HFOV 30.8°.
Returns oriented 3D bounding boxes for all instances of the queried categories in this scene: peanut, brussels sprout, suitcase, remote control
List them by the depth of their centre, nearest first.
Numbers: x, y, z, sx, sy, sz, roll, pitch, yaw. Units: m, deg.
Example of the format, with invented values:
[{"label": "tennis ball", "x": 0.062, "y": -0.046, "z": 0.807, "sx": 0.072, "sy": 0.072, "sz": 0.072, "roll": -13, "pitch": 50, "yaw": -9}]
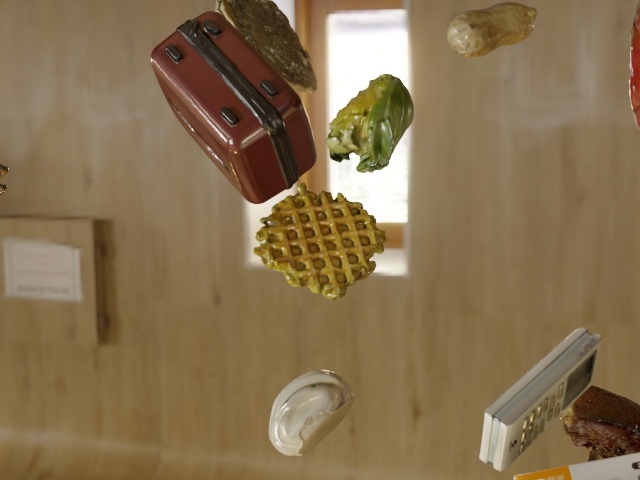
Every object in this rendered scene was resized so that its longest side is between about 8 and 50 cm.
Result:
[{"label": "brussels sprout", "x": 0.078, "y": -0.168, "z": 1.634, "sx": 0.100, "sy": 0.139, "sz": 0.181, "roll": 40, "pitch": -150, "yaw": -4}, {"label": "remote control", "x": 0.357, "y": 0.251, "z": 1.858, "sx": 0.055, "sy": 0.103, "sz": 0.277, "roll": 29, "pitch": -135, "yaw": 33}, {"label": "suitcase", "x": -0.148, "y": -0.228, "z": 2.005, "sx": 0.161, "sy": 0.297, "sz": 0.236, "roll": -37, "pitch": 152, "yaw": -10}, {"label": "peanut", "x": 0.316, "y": -0.396, "z": 2.160, "sx": 0.214, "sy": 0.100, "sz": 0.099, "roll": -25, "pitch": -161, "yaw": -28}]

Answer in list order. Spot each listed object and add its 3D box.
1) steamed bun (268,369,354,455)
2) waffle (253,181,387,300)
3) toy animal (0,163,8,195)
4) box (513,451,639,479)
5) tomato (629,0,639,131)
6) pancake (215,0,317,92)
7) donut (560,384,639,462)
[{"label": "steamed bun", "x": -0.025, "y": 0.317, "z": 2.170, "sx": 0.106, "sy": 0.183, "sz": 0.183, "roll": 45, "pitch": -155, "yaw": 15}, {"label": "waffle", "x": 0.000, "y": -0.001, "z": 2.311, "sx": 0.245, "sy": 0.052, "sz": 0.254, "roll": 32, "pitch": -124, "yaw": 10}, {"label": "toy animal", "x": -0.461, "y": -0.092, "z": 1.466, "sx": 0.099, "sy": 0.057, "sz": 0.241, "roll": 36, "pitch": 162, "yaw": -27}, {"label": "box", "x": 0.464, "y": 0.471, "z": 1.886, "sx": 0.273, "sy": 0.091, "sz": 0.221, "roll": -14, "pitch": -129, "yaw": 5}, {"label": "tomato", "x": 0.498, "y": -0.243, "z": 1.616, "sx": 0.085, "sy": 0.225, "sz": 0.225, "roll": 7, "pitch": -169, "yaw": 33}, {"label": "pancake", "x": -0.100, "y": -0.389, "z": 2.243, "sx": 0.049, "sy": 0.282, "sz": 0.282, "roll": -39, "pitch": 171, "yaw": 24}, {"label": "donut", "x": 0.541, "y": 0.347, "z": 2.100, "sx": 0.151, "sy": 0.112, "sz": 0.295, "roll": -11, "pitch": 141, "yaw": 24}]
